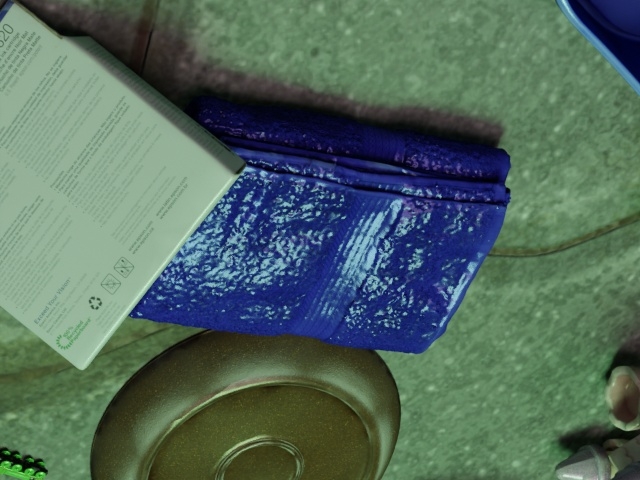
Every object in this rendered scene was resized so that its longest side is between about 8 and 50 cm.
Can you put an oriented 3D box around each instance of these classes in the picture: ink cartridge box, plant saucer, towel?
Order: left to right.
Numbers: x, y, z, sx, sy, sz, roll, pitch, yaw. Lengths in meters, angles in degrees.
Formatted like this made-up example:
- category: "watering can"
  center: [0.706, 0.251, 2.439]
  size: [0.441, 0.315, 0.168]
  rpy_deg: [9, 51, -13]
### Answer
- category: "ink cartridge box"
  center: [-0.211, -0.046, 1.279]
  size: [0.224, 0.045, 0.223]
  rpy_deg: [39, 109, -4]
- category: "plant saucer"
  center: [-0.063, 0.211, 1.545]
  size: [0.311, 0.050, 0.310]
  rpy_deg: [-10, 128, -13]
- category: "towel"
  center: [0.000, 0.000, 1.393]
  size: [0.308, 0.076, 0.227]
  rpy_deg: [9, 120, -24]

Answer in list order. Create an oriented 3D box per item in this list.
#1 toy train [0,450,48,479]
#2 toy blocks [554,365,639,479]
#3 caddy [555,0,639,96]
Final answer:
- category: "toy train"
  center: [-0.291, 0.207, 1.481]
  size: [0.083, 0.017, 0.024]
  rpy_deg: [25, 124, -32]
- category: "toy blocks"
  center: [0.369, 0.210, 1.537]
  size: [0.260, 0.288, 0.309]
  rpy_deg: [2, 127, -27]
- category: "caddy"
  center: [0.304, -0.237, 1.260]
  size: [0.241, 0.179, 0.341]
  rpy_deg: [-43, 127, 13]
